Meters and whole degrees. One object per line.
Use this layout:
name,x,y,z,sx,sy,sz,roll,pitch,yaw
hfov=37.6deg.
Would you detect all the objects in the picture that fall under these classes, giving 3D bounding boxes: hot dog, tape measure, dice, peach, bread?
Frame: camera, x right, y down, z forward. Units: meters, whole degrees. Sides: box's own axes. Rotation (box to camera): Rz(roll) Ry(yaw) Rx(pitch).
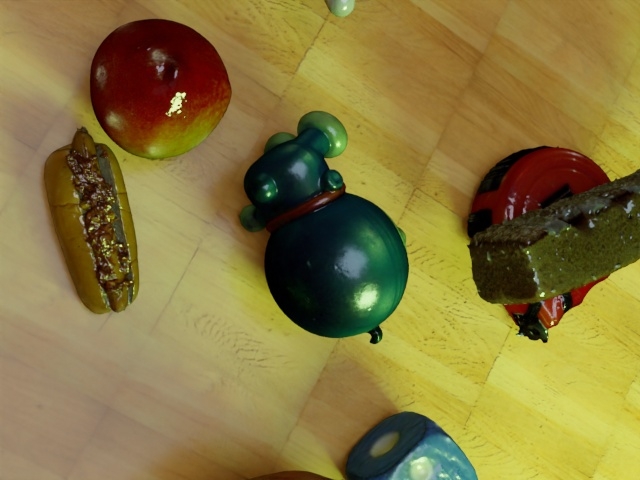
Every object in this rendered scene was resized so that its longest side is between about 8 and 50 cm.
hot dog,-0.297,-0.026,1.231,0.102,0.076,0.249,-12,92,-18
tape measure,0.351,-0.015,1.458,0.253,0.114,0.260,-37,100,-20
dice,0.131,0.338,1.335,0.143,0.146,0.146,-37,100,-17
peach,-0.208,-0.199,1.213,0.197,0.197,0.198,1,86,-21
bread,0.416,-0.027,1.338,0.416,0.165,0.113,-21,96,-22

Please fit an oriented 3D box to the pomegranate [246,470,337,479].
pomegranate,-0.026,0.489,1.161,0.411,0.411,0.412,1,86,-21

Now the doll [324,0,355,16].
doll,-0.013,-0.474,1.348,0.311,0.159,0.243,37,87,9

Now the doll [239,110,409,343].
doll,0.001,0.000,1.281,0.186,0.198,0.322,-33,91,-49
